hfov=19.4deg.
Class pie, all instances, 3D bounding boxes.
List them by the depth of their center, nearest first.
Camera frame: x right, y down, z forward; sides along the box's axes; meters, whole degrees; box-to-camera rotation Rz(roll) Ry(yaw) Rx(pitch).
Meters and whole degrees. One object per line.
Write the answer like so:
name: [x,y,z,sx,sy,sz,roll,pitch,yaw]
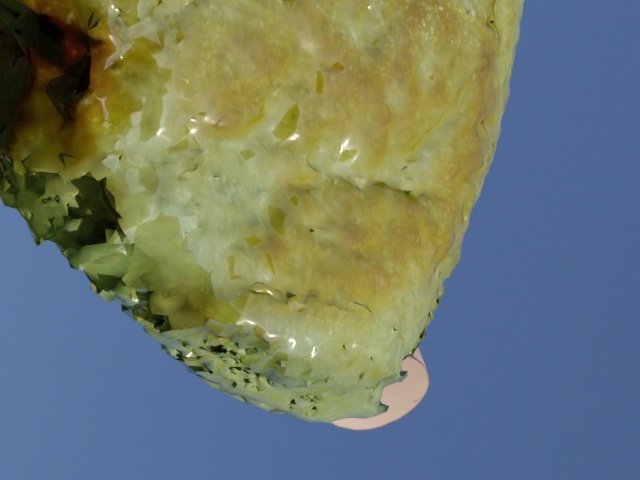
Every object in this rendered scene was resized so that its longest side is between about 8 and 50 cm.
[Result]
pie: [-0.051,-0.136,0.942,0.180,0.395,0.418,-25,-71,47]

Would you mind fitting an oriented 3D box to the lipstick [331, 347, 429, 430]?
lipstick: [0.000,0.000,1.496,0.087,0.087,0.327,-46,-139,26]
